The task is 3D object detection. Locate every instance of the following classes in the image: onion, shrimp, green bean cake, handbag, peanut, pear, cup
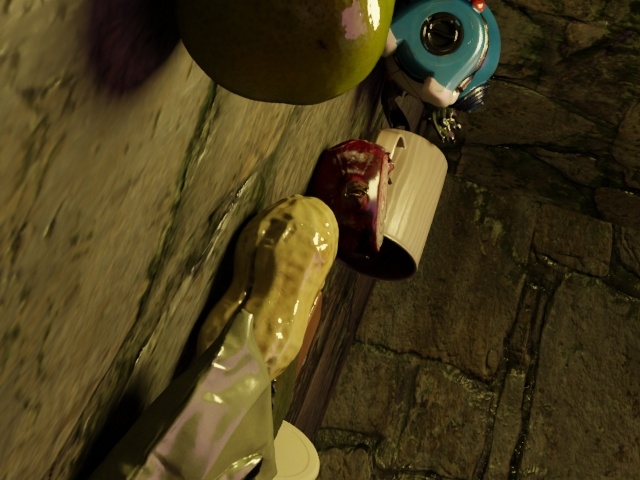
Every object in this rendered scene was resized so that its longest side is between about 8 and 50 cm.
[{"bbox_3d":[0.048,-0.077,1.462,0.218,0.139,0.195,-17,121,-79],"label":"onion"},{"bbox_3d":[0.202,-0.308,1.862,0.075,0.178,0.289,8,60,-46],"label":"shrimp"},{"bbox_3d":[-0.097,0.217,1.285,0.173,0.094,0.181,-56,159,-67],"label":"green bean cake"},{"bbox_3d":[-0.060,0.185,1.543,0.151,0.072,0.193,94,15,-60],"label":"handbag"},{"bbox_3d":[-0.064,0.063,1.083,0.130,0.130,0.290,90,19,-64],"label":"peanut"},{"bbox_3d":[-0.137,0.252,0.930,0.253,0.109,0.316,-46,155,-31],"label":"handbag"},{"bbox_3d":[-0.034,-0.208,0.645,0.180,0.166,0.216,-54,138,-27],"label":"pear"},{"bbox_3d":[0.123,-0.090,1.798,0.288,0.208,0.273,45,57,-40],"label":"cup"}]

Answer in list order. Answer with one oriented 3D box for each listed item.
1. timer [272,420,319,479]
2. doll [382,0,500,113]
[{"bbox_3d":[-0.129,0.427,1.364,0.266,0.175,0.175,-66,174,21],"label":"timer"},{"bbox_3d":[0.231,-0.378,1.663,0.240,0.284,0.310,-30,-179,8],"label":"doll"}]
